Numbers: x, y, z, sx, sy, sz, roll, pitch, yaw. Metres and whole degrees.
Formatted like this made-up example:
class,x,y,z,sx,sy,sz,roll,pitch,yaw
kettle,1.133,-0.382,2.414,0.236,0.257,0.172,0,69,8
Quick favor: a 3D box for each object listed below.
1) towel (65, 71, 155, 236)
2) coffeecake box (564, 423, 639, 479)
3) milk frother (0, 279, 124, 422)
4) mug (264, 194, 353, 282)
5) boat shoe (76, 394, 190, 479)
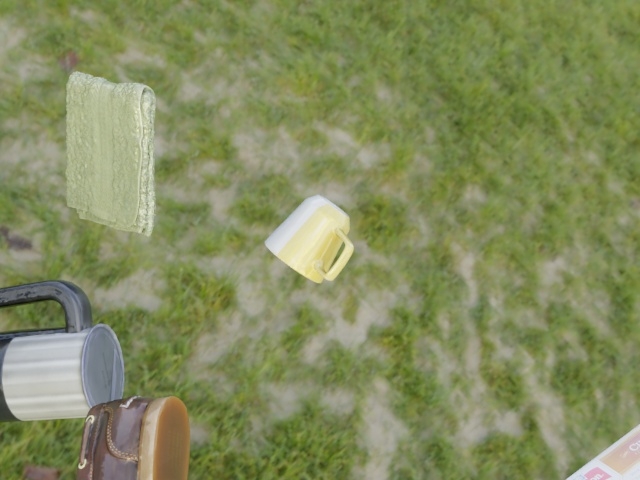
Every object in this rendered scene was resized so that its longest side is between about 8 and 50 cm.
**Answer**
class,x,y,z,sx,sy,sz,roll,pitch,yaw
towel,-0.198,-0.081,0.949,0.110,0.148,0.027,15,23,31
coffeecake box,0.258,0.200,0.650,0.142,0.068,0.185,-30,31,-18
milk frother,-0.260,0.107,0.850,0.143,0.134,0.129,-57,139,-71
mug,-0.001,-0.001,0.888,0.078,0.064,0.062,38,5,16
boat shoe,-0.134,0.206,0.668,0.073,0.073,0.207,56,32,-56
